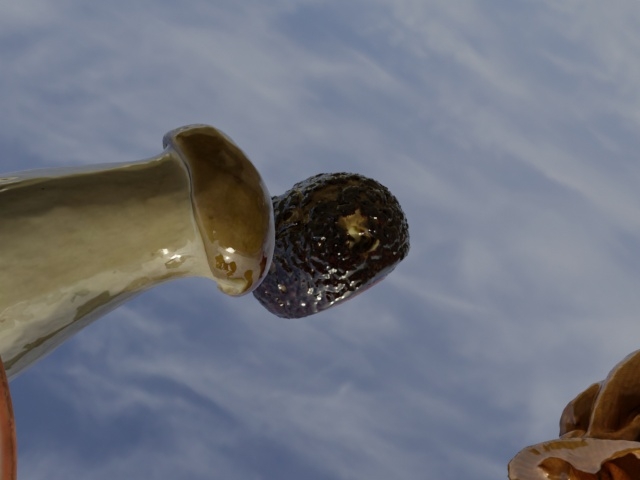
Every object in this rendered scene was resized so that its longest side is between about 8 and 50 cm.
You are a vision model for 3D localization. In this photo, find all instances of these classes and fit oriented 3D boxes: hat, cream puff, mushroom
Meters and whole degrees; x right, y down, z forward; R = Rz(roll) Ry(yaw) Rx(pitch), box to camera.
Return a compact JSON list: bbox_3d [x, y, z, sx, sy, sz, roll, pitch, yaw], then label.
[{"bbox_3d":[0.305,0.148,0.996,0.244,0.233,0.233,16,-127,11],"label":"hat"},{"bbox_3d":[0.000,0.000,1.531,0.165,0.239,0.239,63,-146,-8],"label":"cream puff"},{"bbox_3d":[-0.193,0.030,0.648,0.350,0.128,0.128,-21,-123,-10],"label":"mushroom"}]

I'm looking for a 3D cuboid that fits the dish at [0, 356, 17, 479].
[{"bbox_3d":[-0.250,0.084,0.427,0.260,0.260,0.085,26,172,-17],"label":"dish"}]
